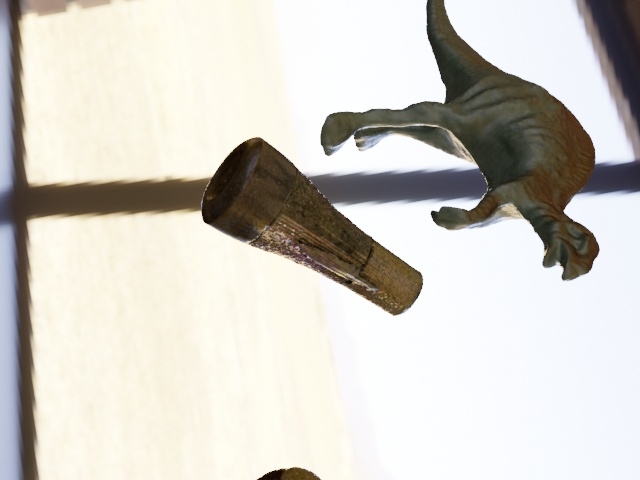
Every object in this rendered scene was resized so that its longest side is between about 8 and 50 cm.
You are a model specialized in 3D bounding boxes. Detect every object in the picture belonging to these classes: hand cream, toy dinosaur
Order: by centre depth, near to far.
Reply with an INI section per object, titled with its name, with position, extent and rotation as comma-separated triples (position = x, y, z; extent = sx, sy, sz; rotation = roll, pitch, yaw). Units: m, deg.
[toy dinosaur]
position = 0.110, -0.100, 1.112
extent = 0.393, 0.206, 0.092
rotation = -83, 169, -49
[hand cream]
position = 0.000, 0.000, 1.170
extent = 0.203, 0.084, 0.084
rotation = 35, 17, -20

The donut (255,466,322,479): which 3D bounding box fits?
[donut]
position = -0.039, 0.301, 1.495
extent = 0.059, 0.140, 0.140
rotation = 58, 11, -33
